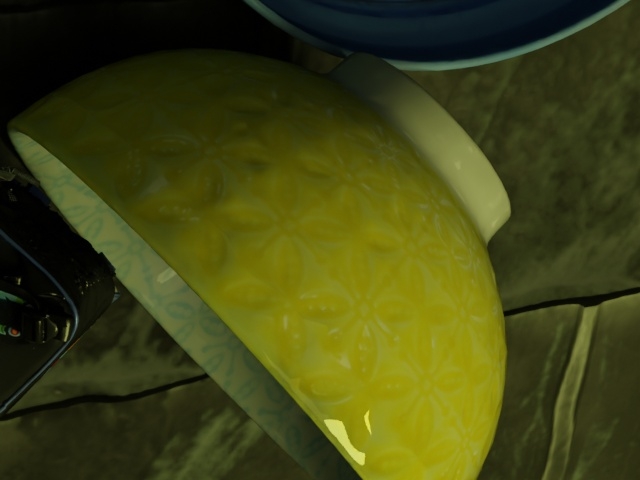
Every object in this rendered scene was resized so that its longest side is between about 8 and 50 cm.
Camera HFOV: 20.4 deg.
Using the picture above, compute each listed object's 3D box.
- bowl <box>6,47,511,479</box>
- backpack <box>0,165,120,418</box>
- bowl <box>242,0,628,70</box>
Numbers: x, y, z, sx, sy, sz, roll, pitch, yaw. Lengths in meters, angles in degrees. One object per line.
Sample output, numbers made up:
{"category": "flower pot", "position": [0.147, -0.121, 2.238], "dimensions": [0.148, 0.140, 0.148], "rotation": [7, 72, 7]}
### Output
{"category": "bowl", "position": [0.000, 0.000, 0.873], "dimensions": [0.156, 0.289, 0.289], "rotation": [-43, 131, -9]}
{"category": "backpack", "position": [-0.206, 0.016, 0.859], "dimensions": [0.173, 0.117, 0.158], "rotation": [43, 109, -3]}
{"category": "bowl", "position": [0.077, -0.275, 0.868], "dimensions": [0.391, 0.077, 0.391], "rotation": [-15, 125, -22]}
